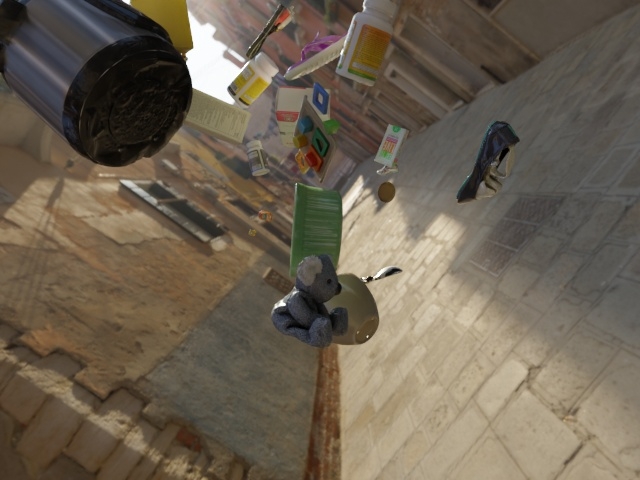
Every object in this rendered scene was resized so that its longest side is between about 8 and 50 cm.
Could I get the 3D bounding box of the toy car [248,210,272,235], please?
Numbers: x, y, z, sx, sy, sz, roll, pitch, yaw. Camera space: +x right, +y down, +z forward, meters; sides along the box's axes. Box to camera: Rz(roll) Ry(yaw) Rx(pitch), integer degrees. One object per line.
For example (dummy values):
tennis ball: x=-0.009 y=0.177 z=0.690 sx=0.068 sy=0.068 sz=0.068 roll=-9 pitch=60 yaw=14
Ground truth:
toy car: x=-0.226 y=-0.059 z=1.661 sx=0.040 sy=0.060 sz=0.122 roll=3 pitch=-61 yaw=-54

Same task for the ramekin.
ramekin: x=-0.017 y=-0.029 z=1.434 sx=0.303 sy=0.148 sz=0.304 roll=-176 pitch=90 yaw=-86

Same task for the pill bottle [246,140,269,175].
pill bottle: x=-0.272 y=-0.353 z=1.909 sx=0.078 sy=0.137 sz=0.078 roll=-15 pitch=-3 yaw=-1

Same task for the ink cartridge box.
ink cartridge box: x=-0.066 y=-0.489 z=1.802 sx=0.283 sy=0.207 sz=0.117 roll=91 pitch=-178 yaw=-76

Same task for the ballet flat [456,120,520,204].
ballet flat: x=0.317 y=-0.127 z=0.841 sx=0.074 sy=0.074 sz=0.203 roll=-56 pitch=-16 yaw=-38

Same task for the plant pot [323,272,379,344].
plant pot: x=0.116 y=0.292 z=1.717 sx=0.284 sy=0.191 sz=0.284 roll=-24 pitch=-49 yaw=-32

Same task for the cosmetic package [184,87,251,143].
cosmetic package: x=-0.500 y=-0.575 z=2.070 sx=0.113 sy=0.309 sz=0.160 roll=7 pitch=79 yaw=64

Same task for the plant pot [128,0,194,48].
plant pot: x=-0.597 y=-0.808 z=1.647 sx=0.187 sy=0.213 sz=0.212 roll=-13 pitch=21 yaw=-21

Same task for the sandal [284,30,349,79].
sandal: x=0.020 y=-0.722 z=1.649 sx=0.416 sy=0.102 sz=0.169 roll=-36 pitch=12 yaw=-16

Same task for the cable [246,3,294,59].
cable: x=-0.213 y=-0.903 z=1.927 sx=0.287 sy=0.072 sz=0.139 roll=-55 pitch=9 yaw=-3

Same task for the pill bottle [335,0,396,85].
pill bottle: x=0.150 y=-0.635 z=1.417 sx=0.136 sy=0.136 sz=0.246 roll=-63 pitch=-6 yaw=-69

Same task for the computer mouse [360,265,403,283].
computer mouse: x=0.266 y=0.146 z=1.939 sx=0.192 sy=0.042 sz=0.106 roll=-17 pitch=-8 yaw=-15

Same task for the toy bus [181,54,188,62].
toy bus: x=-0.609 y=-0.768 z=1.861 sx=0.202 sy=0.104 sz=0.191 roll=66 pitch=-147 yaw=-72

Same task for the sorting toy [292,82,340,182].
sorting toy: x=-0.030 y=-0.283 z=1.280 sx=0.047 sy=0.196 sz=0.348 roll=-22 pitch=-18 yaw=-22

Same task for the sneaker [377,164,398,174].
sneaker: x=0.291 y=-0.330 z=1.965 sx=0.098 sy=0.069 sz=0.038 roll=-12 pitch=41 yaw=20

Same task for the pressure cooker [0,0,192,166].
pressure cooker: x=-0.597 y=-0.443 z=1.148 sx=0.375 sy=0.420 sz=0.370 roll=-41 pitch=-17 yaw=-33

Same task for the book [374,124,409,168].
book: x=0.265 y=-0.348 z=1.645 sx=0.096 sy=0.035 sz=0.144 roll=37 pitch=111 yaw=51

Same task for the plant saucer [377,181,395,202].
plant saucer: x=0.260 y=-0.192 z=1.768 sx=0.083 sy=0.083 sz=0.015 roll=-54 pitch=26 yaw=-7

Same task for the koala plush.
koala plush: x=-0.023 y=0.140 z=1.189 sx=0.196 sy=0.203 sz=0.222 roll=-7 pitch=-71 yaw=-70

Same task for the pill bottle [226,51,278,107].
pill bottle: x=-0.276 y=-0.657 z=1.821 sx=0.208 sy=0.119 sz=0.119 roll=-40 pitch=8 yaw=20
